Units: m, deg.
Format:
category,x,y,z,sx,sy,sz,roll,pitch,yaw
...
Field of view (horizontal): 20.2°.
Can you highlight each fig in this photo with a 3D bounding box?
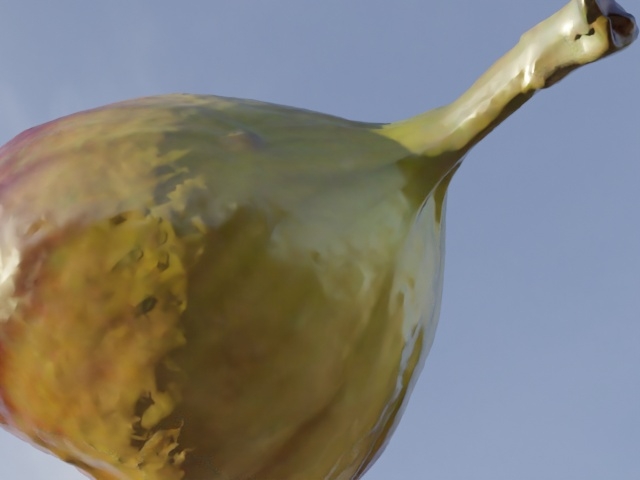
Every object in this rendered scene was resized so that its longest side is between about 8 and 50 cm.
category,x,y,z,sx,sy,sz,roll,pitch,yaw
fig,-0.007,0.014,0.560,0.231,0.143,0.160,-13,-44,31
